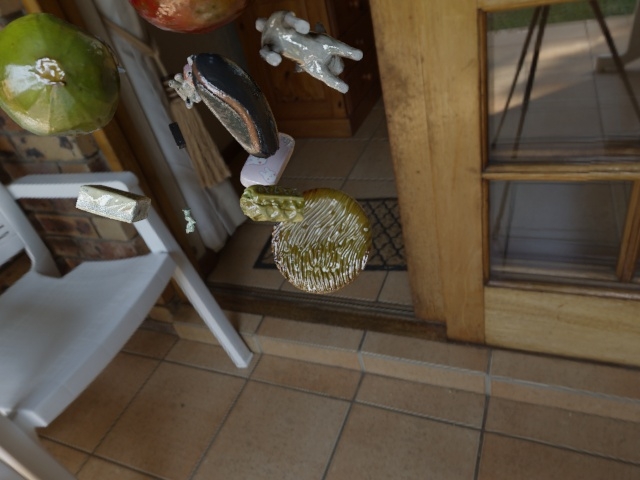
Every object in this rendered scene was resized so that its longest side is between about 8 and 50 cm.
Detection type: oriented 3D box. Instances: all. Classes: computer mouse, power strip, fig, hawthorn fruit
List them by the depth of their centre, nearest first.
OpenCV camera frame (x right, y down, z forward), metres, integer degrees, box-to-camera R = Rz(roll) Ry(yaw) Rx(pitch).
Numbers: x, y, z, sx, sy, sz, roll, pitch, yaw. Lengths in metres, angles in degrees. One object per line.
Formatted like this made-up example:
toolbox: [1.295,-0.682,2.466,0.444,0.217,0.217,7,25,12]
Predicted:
hawthorn fruit: [-0.311,-0.738,1.258,0.402,0.403,0.403,-10,37,7]
fig: [-0.707,-0.435,1.308,0.343,0.344,0.343,-10,37,7]
computer mouse: [-0.209,-0.363,1.311,0.116,0.323,0.183,-26,31,26]
power strip: [-0.561,-0.411,1.929,0.037,0.029,0.111,-22,73,-13]

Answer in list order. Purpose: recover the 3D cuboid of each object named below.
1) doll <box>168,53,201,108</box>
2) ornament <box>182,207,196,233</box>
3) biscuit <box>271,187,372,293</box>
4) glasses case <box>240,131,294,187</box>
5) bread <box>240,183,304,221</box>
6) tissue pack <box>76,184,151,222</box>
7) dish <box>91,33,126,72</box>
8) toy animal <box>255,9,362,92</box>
doll: [-0.452,-0.571,1.774,0.192,0.149,0.095,-25,28,38]
ornament: [-0.478,-0.076,1.800,0.041,0.092,0.068,-13,3,-20]
biscuit: [0.000,0.000,1.452,0.317,0.318,0.040,0,-2,20]
glasses case: [-0.167,-0.261,1.586,0.113,0.075,0.297,15,43,3]
bread: [-0.085,-0.064,0.846,0.110,0.060,0.066,2,72,-23]
tissue pack: [-0.702,-0.128,1.680,0.196,0.092,0.148,17,8,-2]
dish: [-0.749,-0.622,1.619,0.236,0.227,0.086,15,90,30]
toy animal: [-0.056,-0.672,1.702,0.344,0.194,0.303,16,23,-34]
